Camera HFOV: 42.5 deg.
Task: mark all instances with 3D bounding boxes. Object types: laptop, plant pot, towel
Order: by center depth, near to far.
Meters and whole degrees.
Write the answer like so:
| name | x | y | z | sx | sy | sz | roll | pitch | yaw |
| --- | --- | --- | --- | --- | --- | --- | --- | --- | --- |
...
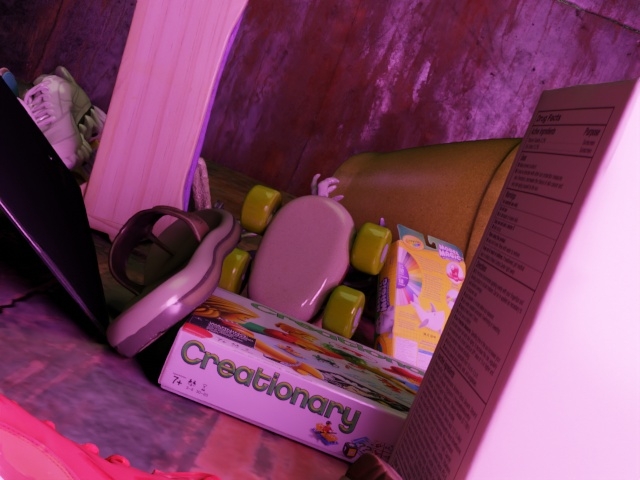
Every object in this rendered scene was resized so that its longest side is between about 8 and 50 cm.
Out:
| name | x | y | z | sx | sy | sz | roll | pitch | yaw |
| --- | --- | --- | --- | --- | --- | --- | --- | --- | --- |
| laptop | -0.400 | -0.095 | 0.705 | 0.408 | 0.236 | 0.382 | -1 | 23 | -21 |
| towel | -0.169 | -0.047 | 1.135 | 0.027 | 0.148 | 0.110 | -8 | 13 | -16 |
| plant pot | 0.190 | 0.011 | 1.179 | 0.353 | 0.366 | 0.366 | 12 | -1 | 36 |

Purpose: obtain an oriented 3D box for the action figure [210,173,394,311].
| name | x | y | z | sx | sy | sz | roll | pitch | yaw |
| --- | --- | --- | --- | --- | --- | --- | --- | --- | --- |
| action figure | 0.000 | 0.000 | 1.046 | 0.275 | 0.164 | 0.141 | 7 | 49 | 2 |

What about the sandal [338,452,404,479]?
| name | x | y | z | sx | sy | sz | roll | pitch | yaw |
| --- | --- | --- | --- | --- | --- | --- | --- | --- | --- |
| sandal | 0.041 | 0.169 | 0.436 | 0.049 | 0.072 | 0.180 | 44 | -2 | -10 |

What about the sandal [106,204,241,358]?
| name | x | y | z | sx | sy | sz | roll | pitch | yaw |
| --- | --- | --- | --- | --- | --- | --- | --- | --- | --- |
| sandal | -0.141 | 0.011 | 0.740 | 0.086 | 0.120 | 0.303 | 46 | 3 | -10 |

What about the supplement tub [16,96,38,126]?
| name | x | y | z | sx | sy | sz | roll | pitch | yaw |
| --- | --- | --- | --- | --- | --- | --- | --- | --- | --- |
| supplement tub | -0.420 | -0.134 | 1.040 | 0.107 | 0.071 | 0.071 | -16 | -1 | 11 |

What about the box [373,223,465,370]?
| name | x | y | z | sx | sy | sz | roll | pitch | yaw |
| --- | --- | --- | --- | --- | --- | --- | --- | --- | --- |
| box | 0.113 | 0.078 | 0.934 | 0.105 | 0.179 | 0.043 | 20 | -26 | -28 |

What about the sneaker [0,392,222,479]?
| name | x | y | z | sx | sy | sz | roll | pitch | yaw |
| --- | --- | --- | --- | --- | --- | --- | --- | --- | --- |
| sneaker | -0.120 | 0.108 | 0.340 | 0.221 | 0.087 | 0.128 | 38 | 2 | 17 |

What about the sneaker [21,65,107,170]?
| name | x | y | z | sx | sy | sz | roll | pitch | yaw |
| --- | --- | --- | --- | --- | --- | --- | --- | --- | --- |
| sneaker | -0.385 | -0.164 | 1.168 | 0.292 | 0.110 | 0.118 | -105 | 173 | -64 |

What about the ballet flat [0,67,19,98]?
| name | x | y | z | sx | sy | sz | roll | pitch | yaw |
| --- | --- | --- | --- | --- | --- | --- | --- | --- | --- |
| ballet flat | -0.494 | -0.195 | 1.275 | 0.052 | 0.168 | 0.057 | 14 | 46 | 10 |

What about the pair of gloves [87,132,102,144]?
| name | x | y | z | sx | sy | sz | roll | pitch | yaw |
| --- | --- | --- | --- | --- | --- | --- | --- | --- | --- |
| pair of gloves | -0.366 | -0.173 | 1.468 | 0.204 | 0.042 | 0.240 | -10 | -6 | 19 |

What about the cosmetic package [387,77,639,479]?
| name | x | y | z | sx | sy | sz | roll | pitch | yaw |
| --- | --- | --- | --- | --- | --- | --- | --- | --- | --- |
| cosmetic package | 0.151 | 0.065 | 0.519 | 0.113 | 0.309 | 0.160 | 22 | 7 | -6 |

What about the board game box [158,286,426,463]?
| name | x | y | z | sx | sy | sz | roll | pitch | yaw |
| --- | --- | --- | --- | --- | --- | --- | --- | --- | --- |
| board game box | 0.027 | 0.131 | 0.701 | 0.305 | 0.053 | 0.193 | 22 | 6 | -4 |

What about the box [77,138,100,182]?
| name | x | y | z | sx | sy | sz | roll | pitch | yaw |
| --- | --- | --- | --- | --- | --- | --- | --- | --- | --- |
| box | -0.317 | -0.111 | 1.365 | 0.087 | 0.058 | 0.232 | 52 | 11 | 7 |

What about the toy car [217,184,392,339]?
| name | x | y | z | sx | sy | sz | roll | pitch | yaw |
| --- | --- | --- | --- | --- | --- | --- | --- | --- | --- |
| toy car | -0.015 | 0.051 | 0.901 | 0.155 | 0.149 | 0.188 | 19 | -23 | 14 |

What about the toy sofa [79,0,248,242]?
| name | x | y | z | sx | sy | sz | roll | pitch | yaw |
| --- | --- | --- | --- | --- | --- | --- | --- | --- | --- |
| toy sofa | -0.206 | -0.176 | 1.055 | 0.177 | 0.362 | 0.150 | 16 | 6 | 2 |
